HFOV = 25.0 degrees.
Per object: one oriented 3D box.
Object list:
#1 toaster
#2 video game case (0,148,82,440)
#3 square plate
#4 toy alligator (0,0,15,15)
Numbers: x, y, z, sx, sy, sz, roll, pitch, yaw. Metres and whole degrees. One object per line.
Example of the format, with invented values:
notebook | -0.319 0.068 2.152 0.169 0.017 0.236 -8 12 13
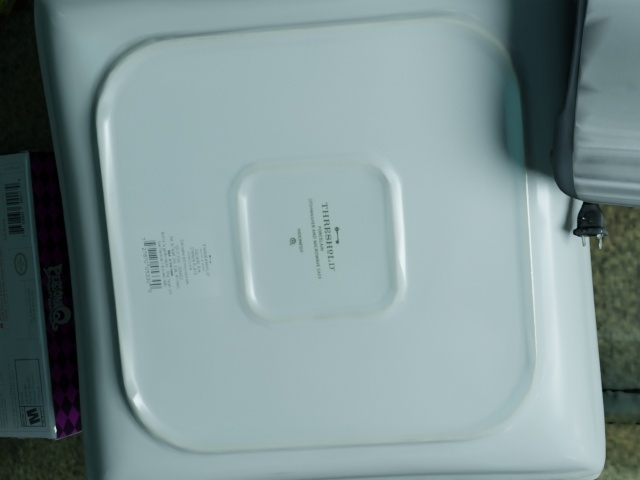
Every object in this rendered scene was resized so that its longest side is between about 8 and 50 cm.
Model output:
toaster | 0.221 -0.098 0.818 0.146 0.129 0.227 10 98 29
video game case | -0.295 0.048 1.201 0.210 0.042 0.232 -5 92 33
square plate | 0.000 0.000 0.908 0.344 0.049 0.347 -4 99 5
toy alligator | -0.255 -0.246 1.149 0.190 0.056 0.051 -64 23 19
